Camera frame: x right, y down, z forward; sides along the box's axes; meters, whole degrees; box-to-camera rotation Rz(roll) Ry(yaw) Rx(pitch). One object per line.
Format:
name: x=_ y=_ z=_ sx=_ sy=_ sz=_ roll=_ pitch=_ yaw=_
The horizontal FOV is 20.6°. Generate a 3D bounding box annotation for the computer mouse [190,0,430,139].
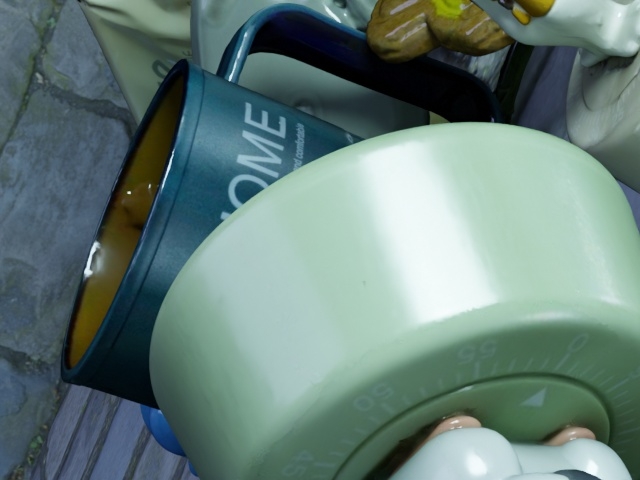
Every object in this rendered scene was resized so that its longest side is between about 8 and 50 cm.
computer mouse: x=-0.005 y=-0.107 z=1.444 sx=0.095 sy=0.197 sz=0.330 roll=-26 pitch=-65 yaw=-68

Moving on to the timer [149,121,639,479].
timer: x=0.087 y=0.141 z=0.914 sx=0.290 sy=0.291 sz=0.315 roll=-59 pitch=38 yaw=35

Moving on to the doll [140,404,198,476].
doll: x=-0.130 y=0.092 z=1.992 sx=0.145 sy=0.199 sz=0.363 roll=-13 pitch=63 yaw=26

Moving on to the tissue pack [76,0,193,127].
tissue pack: x=-0.096 y=-0.268 z=1.876 sx=0.405 sy=0.205 sz=0.331 roll=70 pitch=-155 yaw=-54

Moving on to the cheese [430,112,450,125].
cheese: x=0.055 y=-0.049 z=1.552 sx=0.123 sy=0.094 sz=0.167 roll=-19 pitch=49 yaw=53

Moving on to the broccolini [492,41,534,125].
broccolini: x=0.155 y=-0.135 z=1.424 sx=0.054 sy=0.051 sz=0.239 roll=2 pitch=-62 yaw=-57

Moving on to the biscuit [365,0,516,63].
biscuit: x=0.155 y=-0.209 z=1.242 sx=0.290 sy=0.041 sz=0.208 roll=-23 pitch=28 yaw=28

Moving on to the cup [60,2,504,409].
cup: x=-0.008 y=0.014 z=1.299 sx=0.308 sy=0.292 sz=0.242 roll=-84 pitch=20 yaw=-49

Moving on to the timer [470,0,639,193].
timer: x=0.133 y=-0.143 z=1.041 sx=0.175 sy=0.266 sz=0.175 roll=-159 pitch=90 yaw=-76
